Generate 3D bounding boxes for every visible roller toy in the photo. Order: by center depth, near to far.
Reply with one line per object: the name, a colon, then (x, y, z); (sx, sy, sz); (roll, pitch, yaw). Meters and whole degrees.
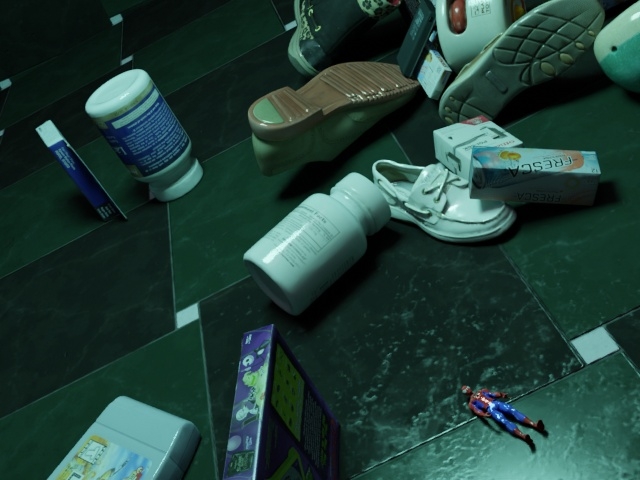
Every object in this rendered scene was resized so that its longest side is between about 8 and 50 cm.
roller toy: (0.318, -0.419, 1.489); (0.146, 0.191, 0.209); (-5, 42, 30)

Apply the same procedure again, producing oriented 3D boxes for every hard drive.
hard drive: (0.191, -0.405, 1.548); (0.094, 0.022, 0.135); (-95, 25, -57)

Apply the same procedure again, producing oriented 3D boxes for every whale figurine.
whale figurine: (0.578, -0.325, 1.249); (0.272, 0.141, 0.216); (-21, -9, -23)

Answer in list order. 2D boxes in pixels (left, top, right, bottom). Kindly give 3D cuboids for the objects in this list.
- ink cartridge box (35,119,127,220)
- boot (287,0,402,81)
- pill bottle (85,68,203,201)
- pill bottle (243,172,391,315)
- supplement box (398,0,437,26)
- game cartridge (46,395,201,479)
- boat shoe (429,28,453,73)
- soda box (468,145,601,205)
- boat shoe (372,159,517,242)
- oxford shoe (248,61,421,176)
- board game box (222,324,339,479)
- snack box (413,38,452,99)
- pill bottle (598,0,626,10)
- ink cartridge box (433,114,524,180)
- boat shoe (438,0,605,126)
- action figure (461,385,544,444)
ink cartridge box: (-0.544, -0.150, 1.757); (0.045, 0.223, 0.224); (-38, 34, -11)
boot: (0.064, -0.575, 1.846); (0.284, 0.138, 0.378); (-33, 32, 37)
pill bottle: (-0.373, -0.222, 1.686); (0.153, 0.265, 0.153); (-21, 34, 15)
pill bottle: (0.000, 0.000, 1.248); (0.229, 0.131, 0.131); (-42, 36, -17)
supplement box: (0.260, -0.538, 1.732); (0.130, 0.073, 0.239); (-30, 16, 1)
game cartridge: (-0.309, 0.361, 1.090); (0.198, 0.062, 0.297); (3, 46, 44)
boat shoe: (0.257, -0.409, 1.611); (0.183, 0.066, 0.066); (-83, 18, -49)
soda box: (0.313, -0.096, 1.145); (0.183, 0.063, 0.058); (3, 41, 7)
boat shoe: (0.181, -0.072, 1.236); (0.277, 0.096, 0.098); (17, 53, 46)
oxford shoe: (0.031, -0.246, 1.535); (0.396, 0.147, 0.140); (-22, 47, -25)
board game box: (-0.038, 0.285, 0.849); (0.056, 0.208, 0.347); (-21, 35, 18)
snack box: (0.212, -0.348, 1.542); (0.022, 0.064, 0.178); (11, 34, -20)
pill bottle: (0.588, -0.526, 1.487); (0.216, 0.121, 0.121); (-23, 35, 11)
ink cartridge box: (0.263, -0.149, 1.292); (0.099, 0.056, 0.135); (-20, 33, -11)
boat shoe: (0.342, -0.322, 1.362); (0.324, 0.123, 0.116); (-34, 18, 30)
action figure: (0.212, 0.202, 0.930); (0.038, 0.030, 0.115); (-47, 36, -15)
